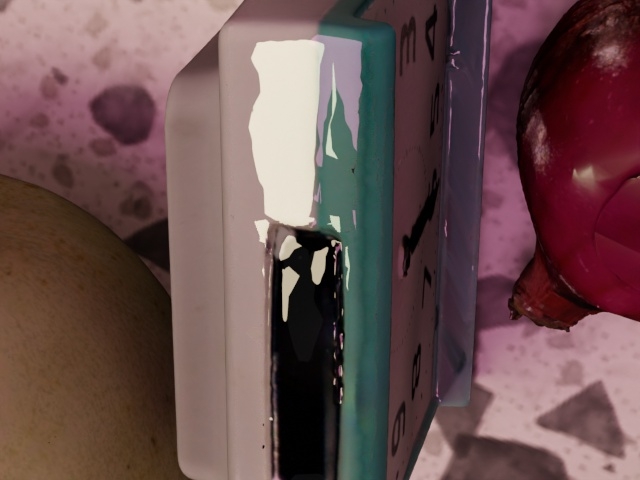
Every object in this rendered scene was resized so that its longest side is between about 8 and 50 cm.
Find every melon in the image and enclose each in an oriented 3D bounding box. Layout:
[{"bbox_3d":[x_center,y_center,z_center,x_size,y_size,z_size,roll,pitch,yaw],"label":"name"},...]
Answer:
[{"bbox_3d":[-0.188,0.127,0.696,0.269,0.268,0.330,13,128,7],"label":"melon"}]

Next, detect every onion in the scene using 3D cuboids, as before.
[{"bbox_3d":[0.150,-0.011,0.633,0.173,0.135,0.198,36,118,-1],"label":"onion"}]

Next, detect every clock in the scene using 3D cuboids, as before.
[{"bbox_3d":[0.000,0.000,0.620,0.116,0.231,0.262,6,115,15],"label":"clock"}]
